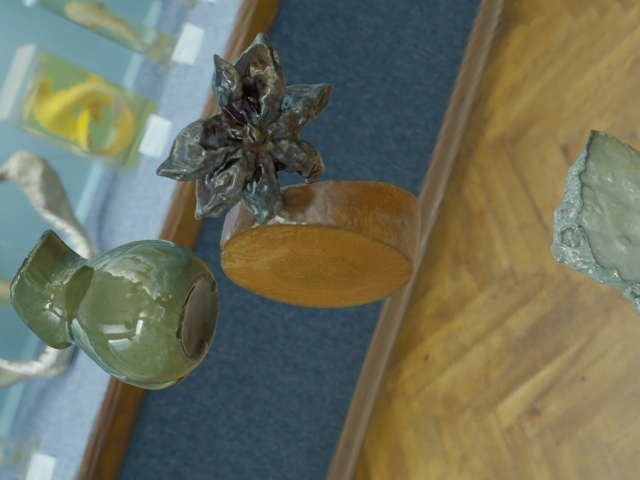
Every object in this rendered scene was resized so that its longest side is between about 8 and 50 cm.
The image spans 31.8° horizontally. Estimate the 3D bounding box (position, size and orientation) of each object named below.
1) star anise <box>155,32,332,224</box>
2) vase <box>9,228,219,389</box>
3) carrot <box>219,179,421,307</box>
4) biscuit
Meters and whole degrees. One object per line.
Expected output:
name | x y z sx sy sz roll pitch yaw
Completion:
star anise | -0.066 -0.107 1.228 0.073 0.197 0.212 23 88 50
vase | -0.333 0.143 1.923 0.302 0.329 0.241 7 45 17
carrot | 0.000 0.000 1.453 0.258 0.307 0.100 -14 66 21
biscuit | 0.317 -0.005 1.135 0.040 0.188 0.265 120 137 -51
